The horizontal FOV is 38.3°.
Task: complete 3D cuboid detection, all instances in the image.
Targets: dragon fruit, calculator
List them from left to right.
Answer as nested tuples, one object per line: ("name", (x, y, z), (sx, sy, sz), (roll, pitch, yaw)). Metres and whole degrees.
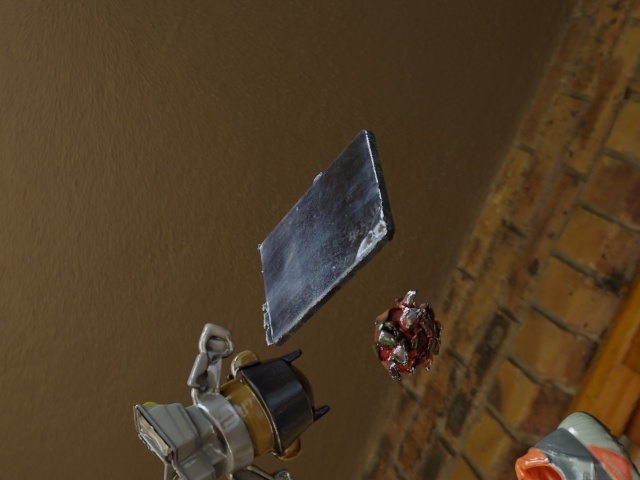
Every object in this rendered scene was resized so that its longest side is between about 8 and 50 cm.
("calculator", (0.000, 0.000, 1.093), (0.021, 0.161, 0.262), (15, -41, -30))
("dragon fruit", (0.141, 0.157, 1.489), (0.121, 0.130, 0.142), (-37, -31, 6))

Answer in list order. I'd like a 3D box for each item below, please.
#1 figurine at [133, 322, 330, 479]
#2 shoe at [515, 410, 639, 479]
("figurine", (-0.121, 0.278, 1.409), (0.308, 0.143, 0.308), (-10, -72, -31))
("shoe", (0.357, 0.386, 1.177), (0.171, 0.336, 0.132), (-20, -38, -12))
